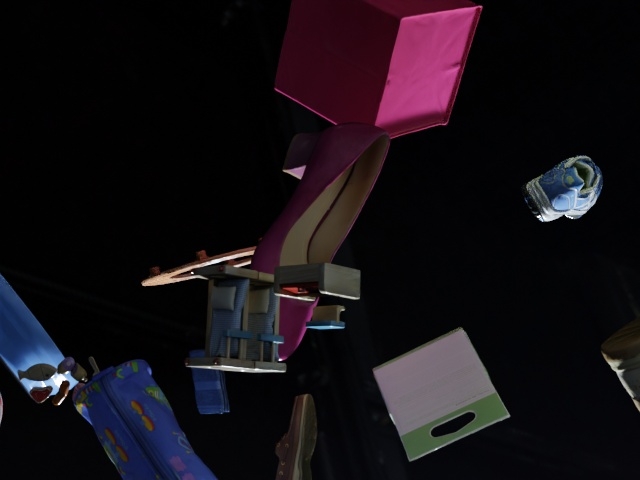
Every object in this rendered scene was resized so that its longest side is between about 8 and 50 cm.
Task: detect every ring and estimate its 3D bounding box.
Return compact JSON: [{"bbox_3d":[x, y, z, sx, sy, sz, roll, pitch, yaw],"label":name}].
[{"bbox_3d":[-0.224,0.043,2.082,0.336,0.336,0.032,-9,-97,-57],"label":"ring"}]

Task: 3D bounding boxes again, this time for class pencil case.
[{"bbox_3d":[-0.220,0.298,1.308,0.306,0.119,0.133,49,161,29],"label":"pencil case"}]

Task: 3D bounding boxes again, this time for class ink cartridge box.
[{"bbox_3d":[0.192,0.253,1.530,0.235,0.171,0.056,-111,-5,-57],"label":"ink cartridge box"}]

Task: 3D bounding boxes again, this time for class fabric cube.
[{"bbox_3d":[0.107,-0.365,1.841,0.258,0.259,0.254,34,-145,31],"label":"fabric cube"}]

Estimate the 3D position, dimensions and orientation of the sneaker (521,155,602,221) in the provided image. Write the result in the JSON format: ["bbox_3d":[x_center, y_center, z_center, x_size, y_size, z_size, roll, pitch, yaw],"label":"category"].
[{"bbox_3d":[0.366,-0.078,1.362,0.211,0.081,0.080,-23,-100,-55],"label":"sneaker"}]

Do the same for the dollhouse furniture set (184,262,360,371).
[{"bbox_3d":[-0.062,0.098,1.218,0.129,0.183,0.129,14,-106,-50],"label":"dollhouse furniture set"}]

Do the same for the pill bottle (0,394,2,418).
[{"bbox_3d":[-0.543,0.299,1.352,0.161,0.161,0.283,40,-172,-23],"label":"pill bottle"}]

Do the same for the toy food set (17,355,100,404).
[{"bbox_3d":[-0.384,0.214,1.422,0.019,0.122,0.078,-72,-36,-70],"label":"toy food set"}]

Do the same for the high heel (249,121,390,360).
[{"bbox_3d":[0.000,0.000,1.466,0.127,0.181,0.377,14,-100,-43],"label":"high heel"}]

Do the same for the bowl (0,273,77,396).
[{"bbox_3d":[-0.545,0.103,1.566,0.077,0.391,0.391,-39,-87,-19],"label":"bowl"}]

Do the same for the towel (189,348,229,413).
[{"bbox_3d":[-0.201,0.254,1.743,0.029,0.067,0.119,-16,-81,-59],"label":"towel"}]

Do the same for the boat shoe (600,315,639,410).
[{"bbox_3d":[0.513,0.105,1.234,0.341,0.121,0.110,-28,-91,-17],"label":"boat shoe"}]

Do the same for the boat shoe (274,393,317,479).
[{"bbox_3d":[-0.045,0.331,1.527,0.064,0.060,0.178,39,-124,-66],"label":"boat shoe"}]
